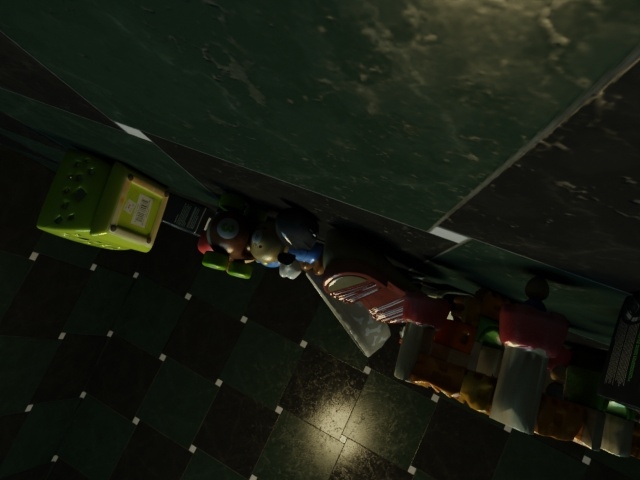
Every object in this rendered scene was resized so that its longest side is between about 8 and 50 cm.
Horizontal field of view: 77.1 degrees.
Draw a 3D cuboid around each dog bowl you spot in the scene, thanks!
[{"bbox_3d":[0.081,0.188,1.214,0.349,0.102,0.349,53,174,8],"label":"dog bowl"}]

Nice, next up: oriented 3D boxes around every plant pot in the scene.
[{"bbox_3d":[-0.556,-0.092,1.081,0.207,0.228,0.227,10,169,21],"label":"plant pot"}]

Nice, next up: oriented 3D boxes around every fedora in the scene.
[{"bbox_3d":[0.793,0.401,1.135,0.334,0.153,0.334,21,172,3],"label":"fedora"}]

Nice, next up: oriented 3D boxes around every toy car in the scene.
[{"bbox_3d":[-0.121,-0.003,0.818,0.188,0.155,0.149,4,165,33],"label":"toy car"}]

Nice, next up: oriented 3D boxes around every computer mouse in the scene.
[{"bbox_3d":[0.000,0.000,0.787,0.041,0.071,0.242,3,164,38],"label":"computer mouse"}]

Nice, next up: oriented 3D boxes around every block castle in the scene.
[{"bbox_3d":[0.383,0.209,0.710,0.453,0.213,0.303,22,169,-24],"label":"block castle"}]

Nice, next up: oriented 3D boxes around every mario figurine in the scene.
[{"bbox_3d":[-0.151,0.047,1.021,0.320,0.170,0.198,12,144,-25],"label":"mario figurine"}]

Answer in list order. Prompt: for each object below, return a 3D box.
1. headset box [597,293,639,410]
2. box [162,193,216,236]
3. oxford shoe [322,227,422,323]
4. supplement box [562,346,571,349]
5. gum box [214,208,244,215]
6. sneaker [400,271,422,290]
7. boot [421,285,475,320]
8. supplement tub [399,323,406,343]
[{"bbox_3d":[0.418,0.128,0.307,0.246,0.131,0.283,19,172,18],"label":"headset box"},{"bbox_3d":[-0.431,-0.075,1.320,0.158,0.093,0.156,21,173,9],"label":"box"},{"bbox_3d":[0.131,0.080,0.834,0.123,0.130,0.348,-26,141,26],"label":"oxford shoe"},{"bbox_3d":[0.822,0.392,1.358,0.083,0.056,0.083,21,173,0],"label":"supplement box"},{"bbox_3d":[-0.191,-0.033,1.155,0.184,0.041,0.157,27,170,-40],"label":"gum box"},{"bbox_3d":[0.154,0.100,0.976,0.163,0.086,0.226,18,175,40],"label":"sneaker"},{"bbox_3d":[0.363,0.179,1.036,0.213,0.077,0.165,25,170,-10],"label":"boot"},{"bbox_3d":[0.382,0.326,1.575,0.117,0.190,0.117,21,172,3],"label":"supplement tub"}]
